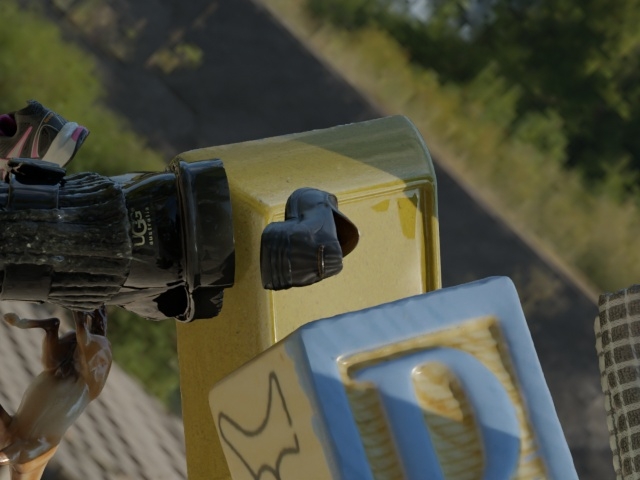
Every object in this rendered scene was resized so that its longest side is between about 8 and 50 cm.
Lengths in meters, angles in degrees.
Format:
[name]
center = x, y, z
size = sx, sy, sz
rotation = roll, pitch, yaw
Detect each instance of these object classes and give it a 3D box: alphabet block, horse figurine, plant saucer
[alphabet block]
center = 0.051, 0.156, 1.370
size = 0.197, 0.193, 0.192
rotation = -36, -113, 62
[horse figurine]
center = -0.267, 0.140, 1.720
size = 0.066, 0.263, 0.174
rotation = 21, -14, 29
[plant saucer]
center = 0.011, 0.062, 1.727
size = 0.333, 0.333, 0.081
rotation = -13, 14, -43

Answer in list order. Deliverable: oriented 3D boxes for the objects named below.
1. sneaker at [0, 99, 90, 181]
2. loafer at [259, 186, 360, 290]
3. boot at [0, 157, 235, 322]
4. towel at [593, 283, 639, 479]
[sneaker]
center = -0.298, -0.092, 1.789
size = 0.077, 0.072, 0.178
rotation = 42, -42, -13
[loafer]
center = 0.000, 0.000, 1.369
size = 0.170, 0.061, 0.062
rotation = -62, 151, -68
[boot]
center = -0.211, 0.004, 1.425
size = 0.348, 0.260, 0.131
rotation = 129, -46, -78
[towel]
center = 0.374, 0.139, 1.446
size = 0.121, 0.284, 0.235
rotation = 75, 8, -68
